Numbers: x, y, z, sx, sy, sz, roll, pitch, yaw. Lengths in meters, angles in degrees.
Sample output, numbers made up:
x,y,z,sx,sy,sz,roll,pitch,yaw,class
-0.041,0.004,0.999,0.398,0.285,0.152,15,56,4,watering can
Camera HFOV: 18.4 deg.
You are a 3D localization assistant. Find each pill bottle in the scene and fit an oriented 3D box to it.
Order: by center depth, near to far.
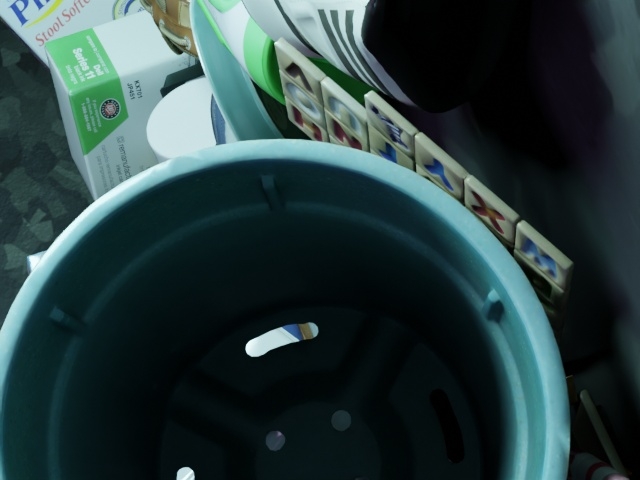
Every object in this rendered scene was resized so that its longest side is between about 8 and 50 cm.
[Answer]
x,y,z,sx,sy,sz,roll,pitch,yaw,class
-0.078,-0.047,1.833,0.119,0.119,0.208,62,179,44,pill bottle

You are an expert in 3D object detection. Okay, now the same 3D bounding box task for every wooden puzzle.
x,y,z,sx,sy,sz,roll,pitch,yaw,class
0.176,0.133,1.228,0.078,0.014,0.116,87,162,-69,wooden puzzle

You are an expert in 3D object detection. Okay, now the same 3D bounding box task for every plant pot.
x,y,z,sx,sy,sz,roll,pitch,yaw,class
-0.016,0.136,1.295,0.334,0.341,0.341,68,-178,-79,plant pot

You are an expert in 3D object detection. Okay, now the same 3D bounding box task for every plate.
x,y,z,sx,sy,sz,roll,pitch,yaw,class
-0.041,-0.115,1.499,0.188,0.024,0.188,55,-160,-31,plate

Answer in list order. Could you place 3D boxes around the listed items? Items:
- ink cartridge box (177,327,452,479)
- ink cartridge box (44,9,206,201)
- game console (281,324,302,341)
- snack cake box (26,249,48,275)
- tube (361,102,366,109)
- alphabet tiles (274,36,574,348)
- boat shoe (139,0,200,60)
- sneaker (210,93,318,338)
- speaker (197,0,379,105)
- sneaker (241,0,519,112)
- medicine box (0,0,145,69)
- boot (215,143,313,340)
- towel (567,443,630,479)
x,y,z,sx,sy,sz,roll,pitch,yaw,class
-0.017,0.231,1.602,0.197,0.198,0.270,37,168,19,ink cartridge box
-0.139,-0.140,1.866,0.153,0.208,0.087,81,164,-44,ink cartridge box
-0.017,0.116,2.078,0.386,0.060,0.342,-126,20,-57,game console
-0.208,0.056,2.391,0.089,0.264,0.152,122,129,-76,snack cake box
0.028,-0.076,1.543,0.070,0.062,0.240,-45,46,28,tube
0.061,-0.027,1.224,0.237,0.009,0.198,41,168,16,alphabet tiles
-0.108,-0.215,1.710,0.324,0.122,0.120,-121,30,-76,boat shoe
0.007,-0.017,1.590,0.319,0.112,0.131,62,172,9,sneaker
-0.038,-0.216,1.431,0.296,0.131,0.131,-119,15,-46,speaker
0.015,-0.271,1.088,0.257,0.169,0.447,40,156,55,sneaker
-0.232,-0.228,2.083,0.289,0.149,0.263,47,177,-17,medicine box
0.008,0.029,1.694,0.305,0.112,0.115,64,167,-11,boot
0.183,0.242,1.247,0.329,0.037,0.237,-160,53,-82,towel
